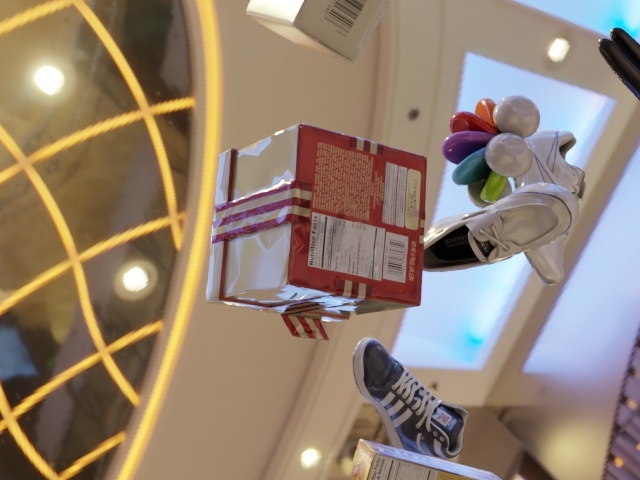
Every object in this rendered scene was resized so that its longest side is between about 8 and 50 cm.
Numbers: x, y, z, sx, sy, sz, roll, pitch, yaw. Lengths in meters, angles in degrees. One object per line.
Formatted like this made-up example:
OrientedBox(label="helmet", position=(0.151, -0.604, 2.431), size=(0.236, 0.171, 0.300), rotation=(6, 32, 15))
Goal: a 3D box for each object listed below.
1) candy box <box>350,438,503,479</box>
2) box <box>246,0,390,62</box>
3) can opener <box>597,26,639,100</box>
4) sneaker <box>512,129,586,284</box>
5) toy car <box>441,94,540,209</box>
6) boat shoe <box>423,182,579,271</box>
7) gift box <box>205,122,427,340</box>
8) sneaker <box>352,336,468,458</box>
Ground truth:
OrientedBox(label="candy box", position=(0.139, 0.303, 1.269), size=(0.186, 0.109, 0.053), rotation=(17, -94, -6))
OrientedBox(label="box", position=(-0.007, -0.308, 1.297), size=(0.094, 0.275, 0.113), rotation=(28, -83, -21))
OrientedBox(label="can opener", position=(0.375, -0.158, 1.107), size=(0.059, 0.186, 0.073), rotation=(-32, -9, -36))
OrientedBox(label="sneaker", position=(0.396, -0.069, 1.748), size=(0.129, 0.297, 0.111), rotation=(-10, -22, 21))
OrientedBox(label="toy car", position=(0.262, -0.148, 1.613), size=(0.136, 0.182, 0.159), rotation=(17, -28, -1))
OrientedBox(label="boat shoe", position=(0.249, -0.009, 1.478), size=(0.088, 0.267, 0.096), rotation=(-44, -67, -43))
OrientedBox(label="gift box", position=(0.000, 0.000, 1.444), size=(0.276, 0.258, 0.255), rotation=(17, -107, -32))
OrientedBox(label="sneaker", position=(0.173, 0.295, 1.876), size=(0.099, 0.153, 0.282), rotation=(-49, -56, -37))
